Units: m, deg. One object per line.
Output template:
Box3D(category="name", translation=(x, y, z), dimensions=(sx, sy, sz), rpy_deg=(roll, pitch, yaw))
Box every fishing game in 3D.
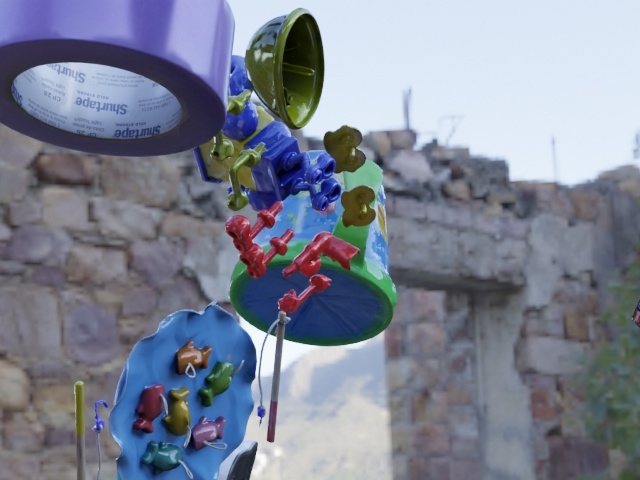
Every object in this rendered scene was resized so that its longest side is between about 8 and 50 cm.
Box3D(category="fishing game", translation=(-0.111, 0.147, 1.024), dimensions=(0.041, 0.189, 0.264), rpy_deg=(15, 15, 36))

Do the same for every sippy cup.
Box3D(category="sippy cup", translation=(0.000, 0.000, 1.658), dimensions=(0.305, 0.224, 0.240), rpy_deg=(-16, -40, 32))

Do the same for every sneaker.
Box3D(category="sneaker", translation=(-0.192, 0.322, 1.627), dimensions=(0.178, 0.124, 0.295), rpy_deg=(12, -11, 6))

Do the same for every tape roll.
Box3D(category="tape roll", translation=(-0.160, -0.135, 0.855), dimensions=(0.189, 0.080, 0.189), rpy_deg=(4, -20, 2))

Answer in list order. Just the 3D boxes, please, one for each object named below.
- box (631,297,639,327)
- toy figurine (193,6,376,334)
Box3D(category="box", translation=(0.319, 0.034, 0.896), dimensions=(0.137, 0.094, 0.027), rpy_deg=(9, 23, -20))
Box3D(category="toy figurine", translation=(-0.098, -0.098, 1.228), dimensions=(0.217, 0.191, 0.362), rpy_deg=(28, -27, 30))
